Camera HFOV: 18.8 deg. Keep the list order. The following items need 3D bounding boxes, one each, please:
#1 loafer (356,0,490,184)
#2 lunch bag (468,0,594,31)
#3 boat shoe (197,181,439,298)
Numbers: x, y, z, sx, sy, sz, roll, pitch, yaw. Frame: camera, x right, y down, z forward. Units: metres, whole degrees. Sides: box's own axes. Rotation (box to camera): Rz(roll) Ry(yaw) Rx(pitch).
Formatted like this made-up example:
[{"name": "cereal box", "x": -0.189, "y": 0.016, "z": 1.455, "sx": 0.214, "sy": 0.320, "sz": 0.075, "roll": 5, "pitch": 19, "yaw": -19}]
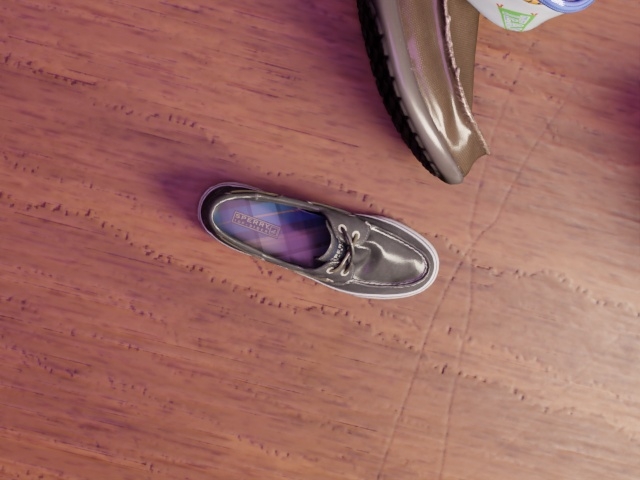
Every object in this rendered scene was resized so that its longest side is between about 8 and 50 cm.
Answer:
[{"name": "loafer", "x": 0.096, "y": -0.231, "z": 1.704, "sx": 0.130, "sy": 0.134, "sz": 0.366, "roll": -16, "pitch": 96, "yaw": -4}, {"name": "lunch bag", "x": 0.188, "y": -0.344, "z": 1.655, "sx": 0.243, "sy": 0.115, "sz": 0.303, "roll": 37, "pitch": 68, "yaw": -16}, {"name": "boat shoe", "x": 0.000, "y": 0.000, "z": 1.751, "sx": 0.228, "sy": 0.076, "sz": 0.080, "roll": 21, "pitch": 94, "yaw": -6}]
